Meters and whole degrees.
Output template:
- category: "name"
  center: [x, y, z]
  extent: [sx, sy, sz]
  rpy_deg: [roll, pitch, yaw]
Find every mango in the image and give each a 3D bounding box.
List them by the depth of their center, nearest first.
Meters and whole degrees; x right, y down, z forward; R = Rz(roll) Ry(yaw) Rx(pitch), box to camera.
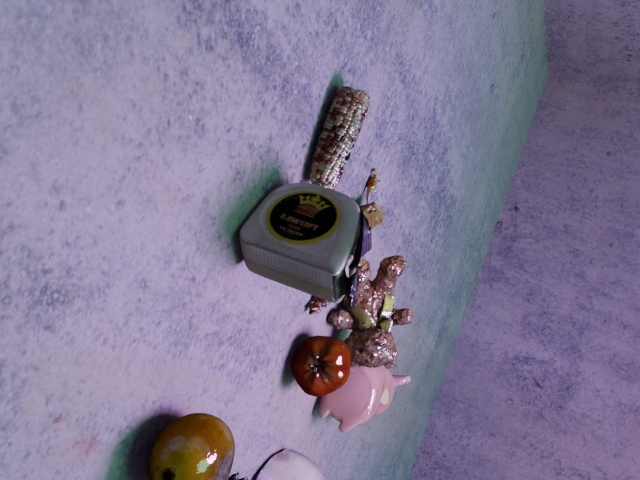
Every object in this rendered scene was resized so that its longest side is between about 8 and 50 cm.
- category: "mango"
  center: [-0.242, 0.437, 1.358]
  extent: [0.316, 0.146, 0.192]
  rpy_deg: [87, 29, -67]

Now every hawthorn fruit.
- category: "hawthorn fruit"
  center: [0.009, 0.324, 1.828]
  extent: [0.203, 0.163, 0.162]
  rpy_deg: [40, 69, -81]

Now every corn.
- category: "corn"
  center: [0.038, -0.226, 1.581]
  extent: [0.086, 0.086, 0.253]
  rpy_deg: [23, 87, -66]

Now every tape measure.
- category: "tape measure"
  center: [0.000, 0.000, 1.413]
  extent: [0.231, 0.271, 0.133]
  rpy_deg: [-53, 150, -36]

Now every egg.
- category: "egg"
  center: [-0.068, 0.732, 1.861]
  extent: [0.337, 0.201, 0.337]
  rpy_deg: [-48, 146, -48]

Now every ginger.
- category: "ginger"
  center: [0.093, -0.041, 1.835]
  extent: [0.205, 0.081, 0.115]
  rpy_deg: [-53, 137, -26]

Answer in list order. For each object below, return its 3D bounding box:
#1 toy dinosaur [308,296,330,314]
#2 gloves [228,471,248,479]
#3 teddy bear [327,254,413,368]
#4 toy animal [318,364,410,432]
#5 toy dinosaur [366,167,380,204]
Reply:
- category: "toy dinosaur"
  center: [0.014, 0.141, 1.817]
  extent: [0.154, 0.049, 0.055]
  rpy_deg: [-43, 140, -40]
- category: "gloves"
  center: [-0.214, 0.610, 1.607]
  extent: [0.129, 0.106, 0.180]
  rpy_deg: [-40, 112, -57]
- category: "teddy bear"
  center: [0.142, 0.205, 1.950]
  extent: [0.296, 0.246, 0.222]
  rpy_deg: [104, -21, -51]
- category: "toy animal"
  center: [0.127, 0.458, 2.113]
  extent: [0.213, 0.195, 0.256]
  rpy_deg: [-65, 159, 1]
- category: "toy dinosaur"
  center: [0.142, -0.145, 1.931]
  extent: [0.041, 0.026, 0.113]
  rpy_deg: [37, 62, -58]
